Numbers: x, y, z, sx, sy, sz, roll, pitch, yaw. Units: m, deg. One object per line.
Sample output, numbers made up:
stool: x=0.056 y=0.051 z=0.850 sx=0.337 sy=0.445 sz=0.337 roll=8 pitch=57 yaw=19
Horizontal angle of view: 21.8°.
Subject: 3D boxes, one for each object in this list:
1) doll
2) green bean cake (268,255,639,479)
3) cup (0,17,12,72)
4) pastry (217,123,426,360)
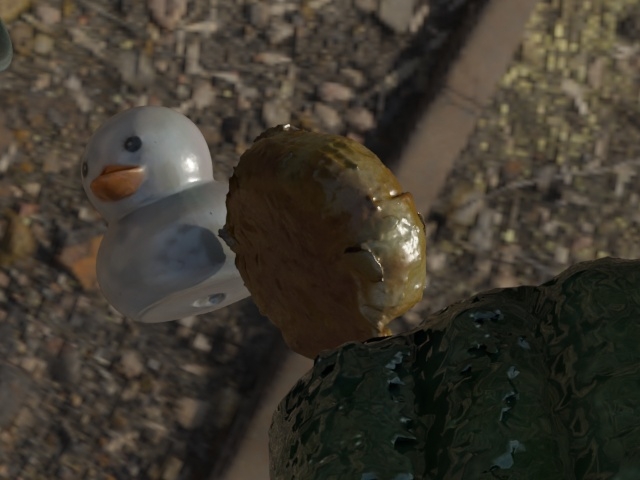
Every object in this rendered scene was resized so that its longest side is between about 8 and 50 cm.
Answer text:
doll: x=-0.149 y=-0.032 z=1.699 sx=0.251 sy=0.221 sz=0.221 roll=7 pitch=94 yaw=-59
green bean cake: x=0.158 y=0.163 z=0.648 sx=0.300 sy=0.169 sz=0.308 roll=-18 pitch=121 yaw=12
cup: x=-0.318 y=-0.124 z=1.050 sx=0.199 sy=0.199 sz=0.150 roll=33 pitch=108 yaw=-34
pastry: x=0.000 y=0.000 z=1.504 sx=0.100 sy=0.218 sz=0.229 roll=-31 pitch=82 yaw=-37
